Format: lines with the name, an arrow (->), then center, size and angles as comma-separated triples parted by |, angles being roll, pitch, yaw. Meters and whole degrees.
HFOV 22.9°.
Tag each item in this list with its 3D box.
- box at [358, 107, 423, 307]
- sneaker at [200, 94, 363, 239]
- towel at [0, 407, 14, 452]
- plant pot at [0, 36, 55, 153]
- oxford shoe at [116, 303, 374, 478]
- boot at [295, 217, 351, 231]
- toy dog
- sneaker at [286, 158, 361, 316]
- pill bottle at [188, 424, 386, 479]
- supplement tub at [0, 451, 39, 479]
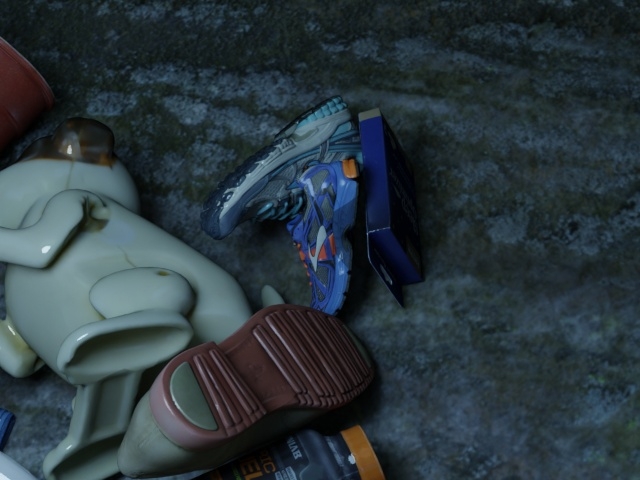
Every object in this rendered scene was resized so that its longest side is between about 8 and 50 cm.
box -> 0.091, -0.040, 2.013 | 0.036, 0.136, 0.225 | -13, 56, 17
sneaker -> -0.032, -0.074, 2.016 | 0.283, 0.110, 0.122 | -42, 98, -34
towel -> -0.451, 0.235, 1.993 | 0.119, 0.029, 0.067 | 6, 58, 14
plant pot -> -0.549, -0.159, 2.146 | 0.272, 0.272, 0.265 | 25, 72, 24
oxford shoe -> -0.087, 0.176, 1.831 | 0.146, 0.397, 0.140 | -44, 70, 32
boot -> 0.012, -0.046, 2.095 | 0.114, 0.037, 0.106 | 38, 67, 24
toy dog -> -0.271, 0.029, 1.953 | 0.395, 0.284, 0.408 | -22, 54, -23
sneaker -> 0.000, 0.000, 1.976 | 0.087, 0.221, 0.083 | 7, 17, 3
pill bottle -> -0.047, 0.300, 1.818 | 0.246, 0.130, 0.130 | -23, 56, -6
supplement tub -> -0.421, 0.381, 1.793 | 0.191, 0.191, 0.272 | 29, 66, 25
